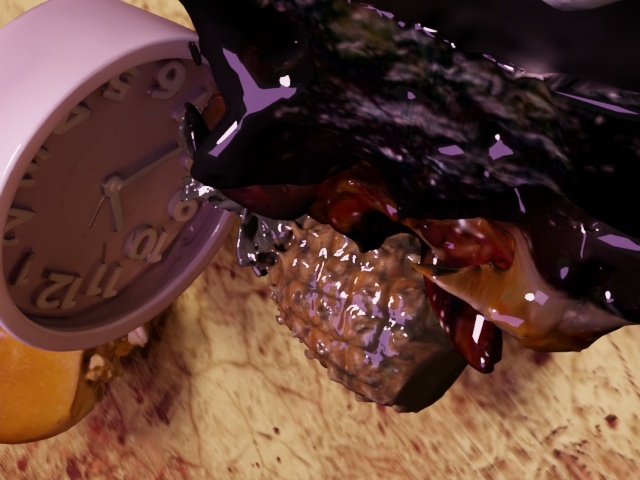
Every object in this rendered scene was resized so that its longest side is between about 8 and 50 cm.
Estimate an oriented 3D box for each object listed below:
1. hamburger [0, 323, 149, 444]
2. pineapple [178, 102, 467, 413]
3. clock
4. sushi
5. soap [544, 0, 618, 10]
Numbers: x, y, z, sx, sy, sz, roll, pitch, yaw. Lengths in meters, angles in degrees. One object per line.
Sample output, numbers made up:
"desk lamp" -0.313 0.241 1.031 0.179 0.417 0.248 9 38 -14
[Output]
"hamburger" -0.254 0.007 0.946 0.314 0.170 0.290 6 124 46
"pineapple" 0.000 0.000 0.678 0.197 0.108 0.108 40 139 16
"clock" -0.125 -0.037 0.734 0.068 0.197 0.197 35 136 30
"sushi" 0.065 -0.072 0.485 0.227 0.215 0.212 15 145 6
"soap" 0.172 -0.157 0.270 0.173 0.289 0.095 67 -178 -85
